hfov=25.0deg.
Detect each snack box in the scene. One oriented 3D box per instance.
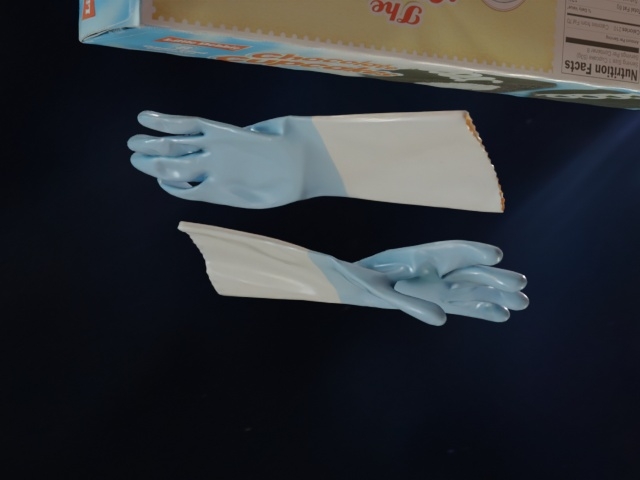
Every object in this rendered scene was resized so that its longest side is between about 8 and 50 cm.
[{"bbox_3d":[0.051,-0.166,0.652,0.322,0.060,0.187,3,-91,-34],"label":"snack box"}]

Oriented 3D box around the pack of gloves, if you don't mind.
[{"bbox_3d":[0.000,0.000,0.850,0.195,0.232,0.046,59,-137,-48],"label":"pack of gloves"}]
